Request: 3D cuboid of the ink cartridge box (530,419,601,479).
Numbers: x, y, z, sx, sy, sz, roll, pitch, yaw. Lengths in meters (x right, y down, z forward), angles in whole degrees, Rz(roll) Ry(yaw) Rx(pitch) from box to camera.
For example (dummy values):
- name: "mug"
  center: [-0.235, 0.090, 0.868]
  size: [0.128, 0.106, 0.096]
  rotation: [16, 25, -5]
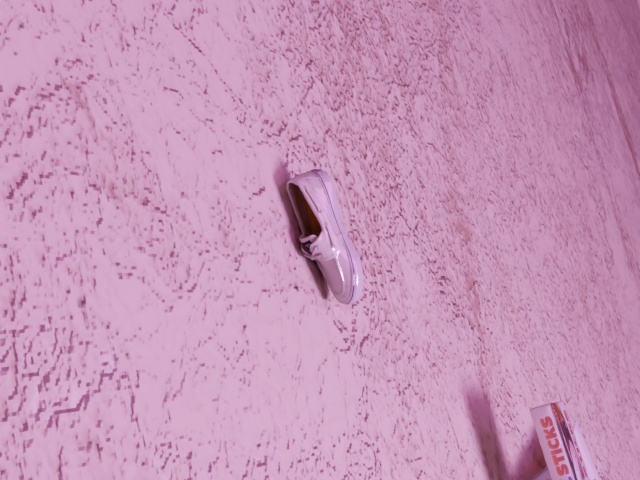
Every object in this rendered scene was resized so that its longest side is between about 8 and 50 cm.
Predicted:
- name: "ink cartridge box"
  center: [0.236, 0.296, 1.280]
  size: [0.232, 0.066, 0.189]
  rotation: [-54, 123, -73]

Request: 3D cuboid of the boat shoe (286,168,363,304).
- name: "boat shoe"
  center: [0.000, 0.000, 0.992]
  size: [0.035, 0.035, 0.100]
  rotation: [-19, 94, -40]

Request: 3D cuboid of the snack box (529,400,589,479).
- name: "snack box"
  center: [0.220, 0.225, 1.186]
  size: [0.064, 0.022, 0.178]
  rotation: [13, 58, -70]
